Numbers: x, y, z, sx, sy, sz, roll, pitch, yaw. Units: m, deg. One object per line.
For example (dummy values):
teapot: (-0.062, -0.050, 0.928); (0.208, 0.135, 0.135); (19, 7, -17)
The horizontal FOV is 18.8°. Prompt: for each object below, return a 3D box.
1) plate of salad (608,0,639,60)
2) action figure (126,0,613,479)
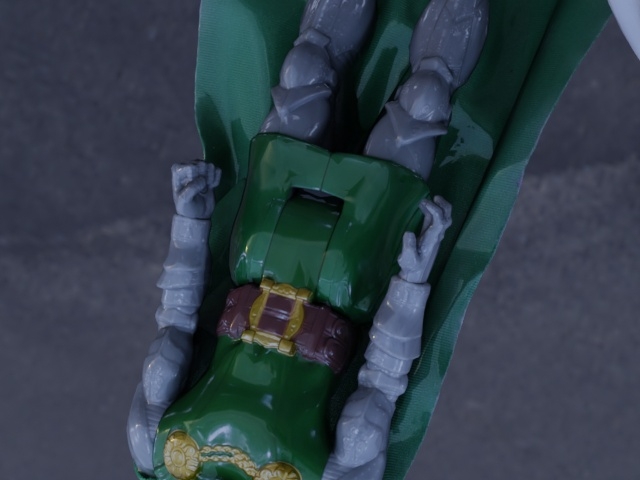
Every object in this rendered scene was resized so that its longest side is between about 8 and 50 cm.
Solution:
plate of salad: (0.148, -0.018, 0.414); (0.200, 0.048, 0.200); (37, 172, 6)
action figure: (0.000, 0.000, 0.550); (0.137, 0.232, 0.063); (13, 168, 19)
